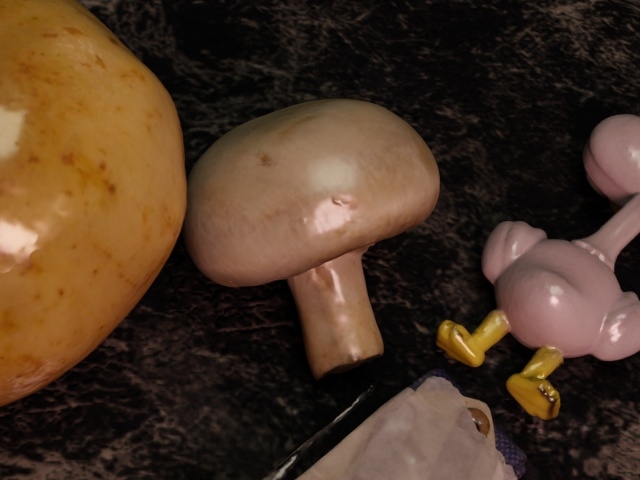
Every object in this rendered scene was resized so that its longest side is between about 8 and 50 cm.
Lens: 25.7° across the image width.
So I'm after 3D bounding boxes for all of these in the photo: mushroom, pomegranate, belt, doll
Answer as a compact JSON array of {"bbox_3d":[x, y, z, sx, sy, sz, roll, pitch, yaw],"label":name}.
[{"bbox_3d":[0.000,0.000,1.091,0.207,0.207,0.215,-17,93,-25],"label":"mushroom"},{"bbox_3d":[-0.262,-0.047,0.939,0.342,0.342,0.342,8,54,-11],"label":"pomegranate"},{"bbox_3d":[0.032,0.185,0.979,0.230,0.140,0.126,-36,72,-31],"label":"belt"},{"bbox_3d":[0.250,-0.002,1.204,0.160,0.094,0.365,34,52,19],"label":"doll"}]
